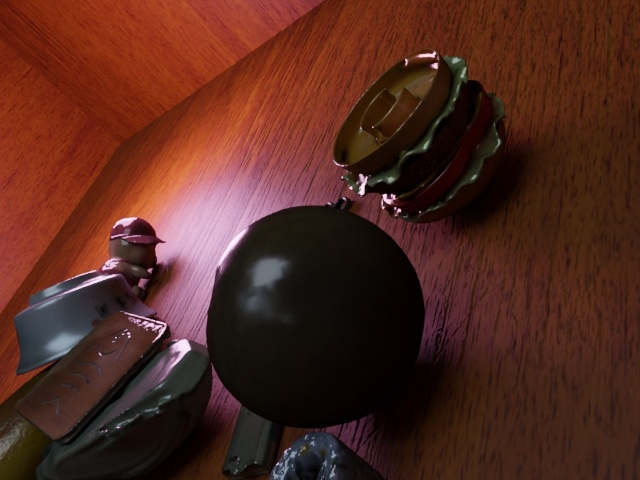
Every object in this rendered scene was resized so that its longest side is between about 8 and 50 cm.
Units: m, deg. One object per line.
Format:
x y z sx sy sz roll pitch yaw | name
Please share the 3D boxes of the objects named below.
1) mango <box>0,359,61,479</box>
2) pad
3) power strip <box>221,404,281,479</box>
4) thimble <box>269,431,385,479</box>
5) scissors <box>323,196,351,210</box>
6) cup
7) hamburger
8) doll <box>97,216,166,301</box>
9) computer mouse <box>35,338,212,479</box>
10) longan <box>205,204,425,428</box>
-0.618 0.428 1.402 0.301 0.220 0.445 -30 19 40 | mango
-0.451 0.252 1.266 0.286 0.018 0.284 3 44 49 | pad
-0.092 0.264 1.060 0.092 0.034 0.268 -27 34 34 | power strip
0.006 0.319 0.760 0.127 0.118 0.151 -9 44 49 | thimble
0.000 0.000 1.302 0.088 0.017 0.220 -15 42 45 | scissors
-0.590 0.179 1.561 0.347 0.163 0.347 -24 1 0 | cup
0.172 -0.154 1.048 0.274 0.212 0.274 -42 25 25 | hamburger
-0.546 0.057 1.852 0.196 0.152 0.256 5 67 18 | doll
-0.341 0.338 1.183 0.429 0.145 0.228 -32 21 20 | computer mouse
-0.008 0.102 0.875 0.319 0.319 0.319 -34 30 23 | longan
